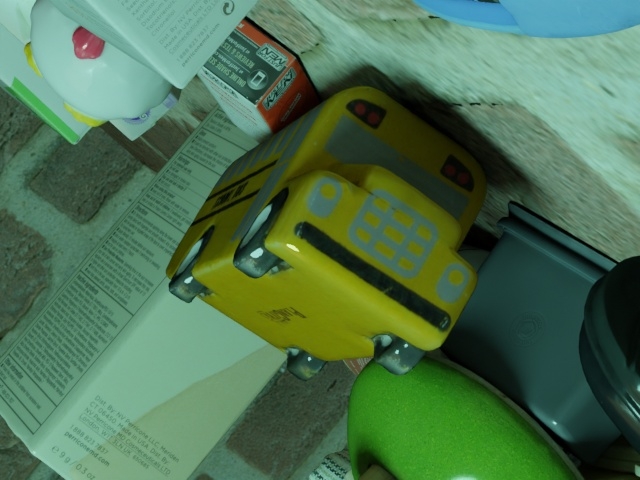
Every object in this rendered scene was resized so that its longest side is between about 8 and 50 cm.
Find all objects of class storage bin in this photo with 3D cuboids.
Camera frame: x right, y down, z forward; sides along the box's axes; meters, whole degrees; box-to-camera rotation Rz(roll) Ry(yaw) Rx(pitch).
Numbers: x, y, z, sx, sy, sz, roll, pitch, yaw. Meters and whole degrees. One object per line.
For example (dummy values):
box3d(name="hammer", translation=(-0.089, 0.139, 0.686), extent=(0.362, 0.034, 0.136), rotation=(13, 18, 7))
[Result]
box3d(name="storage bin", translation=(0.135, 0.058, 0.894), extent=(0.135, 0.091, 0.098), rotation=(36, 173, 44))

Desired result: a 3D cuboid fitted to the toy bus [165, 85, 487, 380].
box3d(name="toy bus", translation=(0.000, 0.000, 0.945), extent=(0.108, 0.130, 0.332), rotation=(34, 166, -10))

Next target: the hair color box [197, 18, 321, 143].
box3d(name="hair color box", translation=(-0.039, -0.099, 1.070), extent=(0.072, 0.043, 0.141), rotation=(38, 175, 18))

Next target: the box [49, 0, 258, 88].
box3d(name="box", translation=(-0.116, -0.172, 0.755), extent=(0.130, 0.091, 0.170), rotation=(35, 173, 47))

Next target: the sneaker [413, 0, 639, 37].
box3d(name="sneaker", translation=(0.005, -0.120, 0.384), extent=(0.090, 0.081, 0.232), rotation=(36, 180, -41))

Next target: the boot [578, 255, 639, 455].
box3d(name="boot", translation=(0.171, 0.139, 0.760), extent=(0.246, 0.094, 0.207), rotation=(37, 136, -9))

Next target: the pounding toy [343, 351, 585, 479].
box3d(name="pounding toy", translation=(0.058, 0.177, 0.922), extent=(0.183, 0.110, 0.237), rotation=(41, 154, 18))

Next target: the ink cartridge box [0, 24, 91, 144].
box3d(name="ink cartridge box", translation=(-0.324, -0.235, 1.554), extent=(0.273, 0.115, 0.198), rotation=(35, 173, 43))

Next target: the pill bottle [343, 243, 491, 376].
box3d(name="pill bottle", translation=(0.089, 0.063, 1.079), extent=(0.121, 0.121, 0.216), rotation=(42, 175, -15))

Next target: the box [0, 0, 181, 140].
box3d(name="box", translation=(-0.251, -0.219, 1.355), extent=(0.324, 0.063, 0.067), rotation=(42, -154, -22))

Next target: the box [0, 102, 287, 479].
box3d(name="box", translation=(-0.098, 0.045, 1.207), extent=(0.121, 0.311, 0.148), rotation=(44, 174, -31))

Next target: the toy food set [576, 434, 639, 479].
box3d(name="toy food set", translation=(0.206, 0.132, 0.920), extent=(0.132, 0.039, 0.192), rotation=(-1, -179, -9))

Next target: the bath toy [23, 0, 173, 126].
box3d(name="bath toy", translation=(-0.211, -0.215, 0.950), extent=(0.348, 0.129, 0.151), rotation=(43, -141, -5))

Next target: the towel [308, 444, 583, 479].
box3d(name="towel", translation=(0.192, 0.204, 1.161), extent=(0.312, 0.056, 0.324), rotation=(36, -152, 19))
